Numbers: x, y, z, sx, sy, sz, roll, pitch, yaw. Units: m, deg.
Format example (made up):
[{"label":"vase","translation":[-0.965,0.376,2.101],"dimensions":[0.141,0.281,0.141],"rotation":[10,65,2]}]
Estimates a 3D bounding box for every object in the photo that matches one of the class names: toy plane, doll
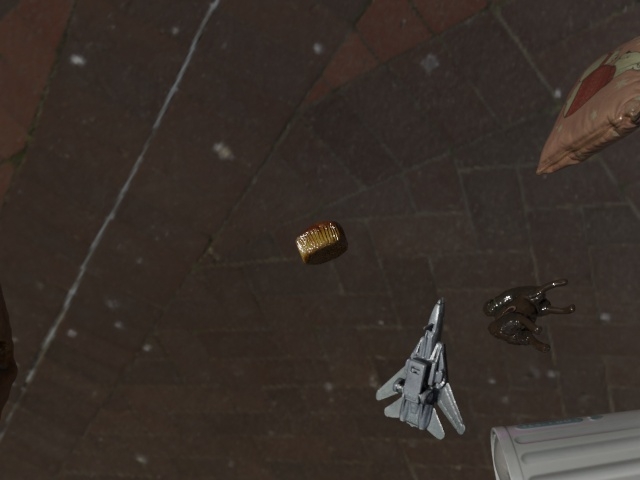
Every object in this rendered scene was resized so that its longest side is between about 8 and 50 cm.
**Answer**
[{"label":"toy plane","translation":[0.207,0.244,1.797],"dimensions":[0.212,0.088,0.267],"rotation":[18,108,36]},{"label":"doll","translation":[0.319,0.115,1.455],"dimensions":[0.165,0.139,0.057],"rotation":[-7,123,51]}]

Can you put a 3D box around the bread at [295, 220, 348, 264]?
[{"label":"bread","translation":[0.000,0.000,1.472],"dimensions":[0.085,0.053,0.085],"rotation":[-20,158,-8]}]

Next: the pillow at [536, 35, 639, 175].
[{"label":"pillow","translation":[0.416,-0.205,1.277],"dimensions":[0.084,0.236,0.223],"rotation":[43,156,-11]}]

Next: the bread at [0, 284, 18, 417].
[{"label":"bread","translation":[-0.374,0.107,0.695],"dimensions":[0.172,0.312,0.312],"rotation":[8,136,27]}]

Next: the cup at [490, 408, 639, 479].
[{"label":"cup","translation":[0.310,0.269,1.079],"dimensions":[0.202,0.221,0.167],"rotation":[-10,123,2]}]
